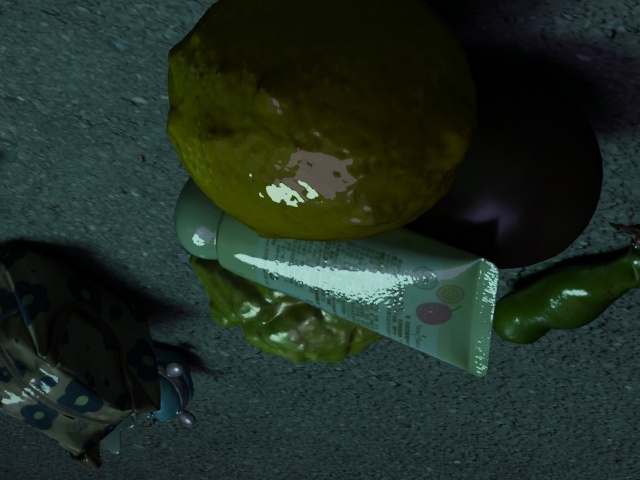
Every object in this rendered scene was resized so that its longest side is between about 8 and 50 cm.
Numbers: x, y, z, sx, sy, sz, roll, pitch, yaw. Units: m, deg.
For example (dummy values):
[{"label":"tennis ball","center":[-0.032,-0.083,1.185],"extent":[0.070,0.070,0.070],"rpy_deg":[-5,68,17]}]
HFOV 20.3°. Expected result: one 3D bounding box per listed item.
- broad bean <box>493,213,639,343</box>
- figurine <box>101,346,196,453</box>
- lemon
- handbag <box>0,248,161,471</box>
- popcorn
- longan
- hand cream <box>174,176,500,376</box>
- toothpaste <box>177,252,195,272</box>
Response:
[{"label":"broad bean","center":[0.264,0.045,1.866],"extent":[0.098,0.056,0.318],"rpy_deg":[25,150,-7]},{"label":"figurine","center":[-0.298,0.177,2.445],"extent":[0.260,0.103,0.205],"rpy_deg":[1,117,18]},{"label":"lemon","center":[0.002,-0.109,1.453],"extent":[0.288,0.233,0.233],"rpy_deg":[12,159,38]},{"label":"handbag","center":[-0.326,0.156,2.230],"extent":[0.190,0.193,0.251],"rpy_deg":[-42,129,19]},{"label":"popcorn","center":[0.000,0.000,1.739],"extent":[0.259,0.259,0.212],"rpy_deg":[11,171,8]},{"label":"longan","center":[0.156,-0.057,1.567],"extent":[0.189,0.189,0.189],"rpy_deg":[13,156,6]},{"label":"hand cream","center":[0.014,0.018,1.571],"extent":[0.305,0.093,0.147],"rpy_deg":[24,139,20]},{"label":"toothpaste","center":[-0.022,0.053,2.048],"extent":[0.299,0.073,0.114],"rpy_deg":[6,157,37]}]
